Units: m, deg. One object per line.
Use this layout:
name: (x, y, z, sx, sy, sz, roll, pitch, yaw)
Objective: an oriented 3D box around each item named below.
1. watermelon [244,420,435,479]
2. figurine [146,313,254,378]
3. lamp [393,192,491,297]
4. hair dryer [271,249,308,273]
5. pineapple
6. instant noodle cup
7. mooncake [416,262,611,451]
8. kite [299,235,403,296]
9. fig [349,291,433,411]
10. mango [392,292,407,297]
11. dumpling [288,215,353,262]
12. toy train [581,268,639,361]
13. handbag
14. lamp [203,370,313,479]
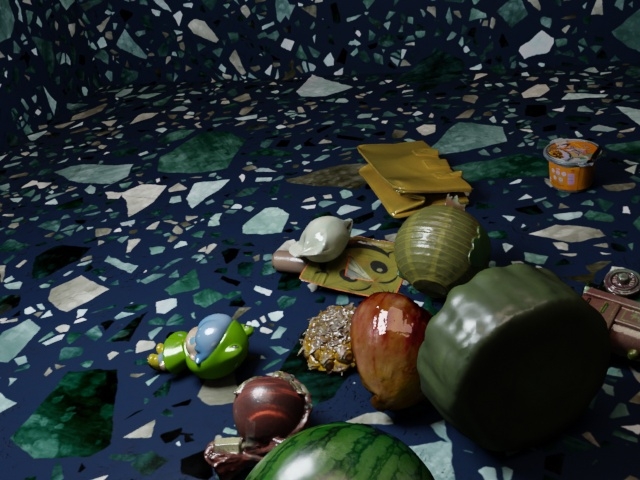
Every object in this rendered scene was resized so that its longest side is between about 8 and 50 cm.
watermelon: (0.024, 0.455, 1.104, 0.363, 0.363, 0.363, -7, 30, 4)
figurine: (-0.287, 0.260, 1.722, 0.263, 0.143, 0.162, -15, 18, 23)
lamp: (0.315, 0.006, 1.844, 0.250, 0.250, 0.284, 6, 62, 24)
hair dryer: (-0.059, 0.038, 2.110, 0.117, 0.064, 0.181, 5, 25, 21)
pineapple: (0.041, 0.225, 1.716, 0.225, 0.076, 0.225, -15, 33, 10)
instant noodle cup: (0.795, -0.229, 2.260, 0.177, 0.125, 0.208, -5, 31, 8)
mooncake: (0.365, 0.222, 1.388, 0.356, 0.356, 0.194, -16, 28, -13)
kite: (0.118, 0.074, 1.999, 0.377, 0.013, 0.327, -12, 36, -24)
fig: (0.171, 0.236, 1.555, 0.224, 0.224, 0.263, -12, 52, -5)
mango: (0.184, 0.186, 1.768, 0.098, 0.075, 0.190, -2, 29, 0)
dumpling: (0.000, 0.000, 2.001, 0.151, 0.124, 0.229, -17, 10, 41)
toy train: (0.709, 0.189, 1.573, 0.304, 0.150, 0.221, 17, 49, 35)
handbag: (0.303, -0.210, 2.367, 0.283, 0.133, 0.401, -10, 30, -12)
lamp: (-0.124, 0.368, 1.468, 0.215, 0.151, 0.223, -7, 32, 11)
